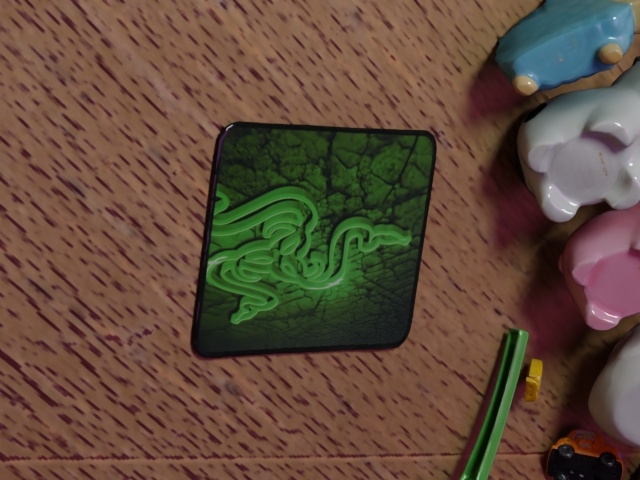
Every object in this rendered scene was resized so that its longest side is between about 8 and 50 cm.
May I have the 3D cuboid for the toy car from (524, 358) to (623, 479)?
[{"bbox_3d":[0.191,0.133,1.421,0.040,0.060,0.122,-70,150,-47],"label":"toy car"}]

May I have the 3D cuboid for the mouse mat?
[{"bbox_3d":[0.000,0.000,1.251,0.190,0.007,0.152,0,102,-40],"label":"mouse mat"}]

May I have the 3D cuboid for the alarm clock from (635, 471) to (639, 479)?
[{"bbox_3d":[0.287,0.237,1.524,0.129,0.064,0.192,41,72,-40],"label":"alarm clock"}]

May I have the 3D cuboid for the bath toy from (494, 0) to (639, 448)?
[{"bbox_3d":[0.229,-0.016,1.372,0.151,0.129,0.348,-12,115,10],"label":"bath toy"}]

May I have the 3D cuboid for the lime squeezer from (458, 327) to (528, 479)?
[{"bbox_3d":[0.063,0.199,1.340,0.310,0.059,0.110,-42,95,-23],"label":"lime squeezer"}]
